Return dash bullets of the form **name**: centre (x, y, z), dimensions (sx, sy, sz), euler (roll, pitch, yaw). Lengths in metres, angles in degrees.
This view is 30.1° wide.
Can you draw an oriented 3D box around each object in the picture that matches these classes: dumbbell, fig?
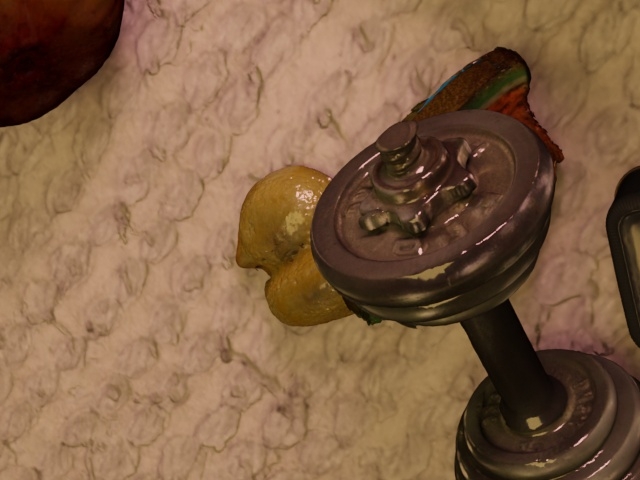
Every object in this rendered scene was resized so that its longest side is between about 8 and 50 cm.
- **dumbbell**: centre (0.134, 0.073, 0.888), dimensions (0.179, 0.179, 0.406), euler (-11, 129, 26)
- **fig**: centre (-0.316, -0.262, 1.061), dimensions (0.217, 0.217, 0.320), euler (-44, 64, 28)

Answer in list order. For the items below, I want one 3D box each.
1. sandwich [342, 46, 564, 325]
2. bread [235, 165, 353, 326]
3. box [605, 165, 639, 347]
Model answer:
- **sandwich**: centre (0.106, -0.047, 0.967), dimensions (0.159, 0.079, 0.235), euler (4, 114, -24)
- **bread**: centre (0.000, 0.000, 1.057), dimensions (0.188, 0.065, 0.149), euler (-24, 91, 29)
- **box**: centre (0.324, 0.006, 0.900), dimensions (0.201, 0.090, 0.144), euler (-9, 102, 26)
